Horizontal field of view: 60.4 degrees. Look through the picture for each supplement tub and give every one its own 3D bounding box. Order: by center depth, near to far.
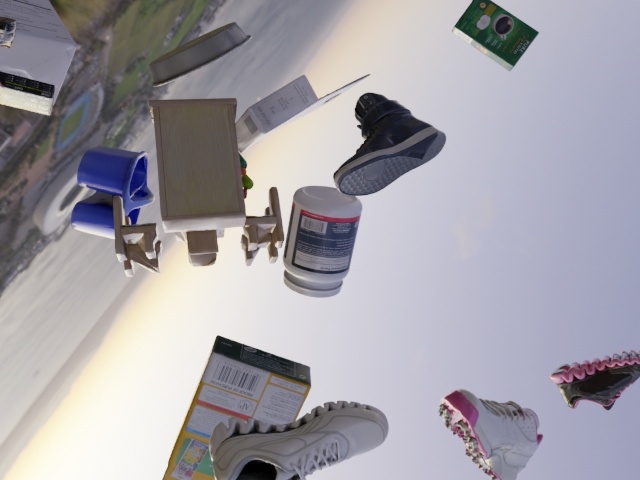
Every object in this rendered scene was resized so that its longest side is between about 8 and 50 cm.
[{"bbox_3d":[0.000,0.000,1.515,0.191,0.191,0.272,-84,-175,-69],"label":"supplement tub"}]

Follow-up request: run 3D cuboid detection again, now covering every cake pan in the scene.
[{"bbox_3d":[-0.323,-0.495,1.446,0.294,0.054,0.293,-20,-153,11],"label":"cake pan"}]

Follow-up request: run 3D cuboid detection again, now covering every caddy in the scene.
[{"bbox_3d":[-0.549,-0.130,1.512,0.341,0.179,0.241,-121,-136,-73],"label":"caddy"}]

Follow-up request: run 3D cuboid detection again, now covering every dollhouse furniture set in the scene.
[{"bbox_3d":[-0.271,-0.101,1.227,0.394,0.363,0.256,123,-39,-69],"label":"dollhouse furniture set"}]

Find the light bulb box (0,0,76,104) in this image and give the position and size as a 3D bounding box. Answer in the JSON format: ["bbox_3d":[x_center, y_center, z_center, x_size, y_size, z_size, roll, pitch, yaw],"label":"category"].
[{"bbox_3d":[-0.922,-0.581,1.477,0.358,0.361,0.225,-7,144,-51],"label":"light bulb box"}]

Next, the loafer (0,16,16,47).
[{"bbox_3d":[-0.643,-0.389,1.064,0.170,0.062,0.061,-76,179,-61],"label":"loafer"}]

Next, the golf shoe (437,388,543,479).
[{"bbox_3d":[0.301,0.316,0.953,0.140,0.306,0.115,-41,-137,-6],"label":"golf shoe"}]

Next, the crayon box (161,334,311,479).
[{"bbox_3d":[-0.173,0.373,1.112,0.083,0.203,0.322,-102,-145,-74],"label":"crayon box"}]

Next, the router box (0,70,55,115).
[{"bbox_3d":[-0.689,-0.341,1.282,0.092,0.123,0.038,-27,-123,59],"label":"router box"}]

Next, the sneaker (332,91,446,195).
[{"bbox_3d":[0.082,-0.173,0.963,0.226,0.163,0.086,-27,147,-25],"label":"sneaker"}]

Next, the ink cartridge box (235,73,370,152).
[{"bbox_3d":[-0.061,-0.299,1.218,0.261,0.066,0.296,-34,-169,-14],"label":"ink cartridge box"}]

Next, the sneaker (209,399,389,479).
[{"bbox_3d":[-0.027,0.336,0.871,0.118,0.293,0.109,-124,-153,-71],"label":"sneaker"}]

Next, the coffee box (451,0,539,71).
[{"bbox_3d":[0.437,-0.522,1.382,0.113,0.184,0.040,-55,176,-2],"label":"coffee box"}]

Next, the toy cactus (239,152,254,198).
[{"bbox_3d":[-0.238,-0.209,1.347,0.180,0.219,0.112,-56,174,-25],"label":"toy cactus"}]

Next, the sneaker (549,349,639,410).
[{"bbox_3d":[0.324,0.159,0.617,0.119,0.057,0.047,-26,167,35],"label":"sneaker"}]
